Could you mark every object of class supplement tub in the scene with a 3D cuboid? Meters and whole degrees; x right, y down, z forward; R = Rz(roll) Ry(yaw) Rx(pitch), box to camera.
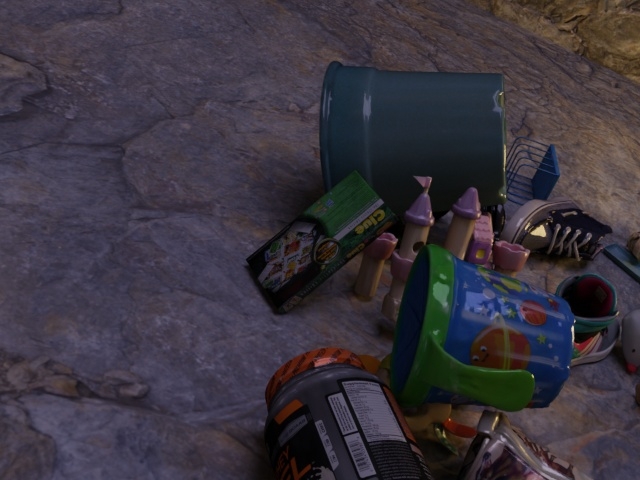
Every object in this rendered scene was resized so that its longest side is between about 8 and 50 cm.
[{"bbox_3d":[0.040,0.306,1.129,0.193,0.193,0.316,5,37,-27],"label":"supplement tub"}]

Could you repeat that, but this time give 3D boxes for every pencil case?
[{"bbox_3d":[0.371,0.410,1.209,0.410,0.183,0.160,33,34,14],"label":"pencil case"}]

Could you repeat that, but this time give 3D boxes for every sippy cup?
[{"bbox_3d":[0.234,0.140,1.238,0.224,0.240,0.305,12,52,-4],"label":"sippy cup"}]

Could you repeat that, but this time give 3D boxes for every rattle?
[{"bbox_3d":[0.140,0.270,1.398,0.199,0.143,0.130,36,49,-25],"label":"rattle"}]

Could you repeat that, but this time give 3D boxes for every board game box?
[{"bbox_3d":[0.000,0.000,1.510,0.030,0.259,0.136,46,6,-50],"label":"board game box"}]

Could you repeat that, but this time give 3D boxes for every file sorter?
[{"bbox_3d":[0.535,-0.174,2.203,0.104,0.118,0.170,18,33,-3],"label":"file sorter"}]

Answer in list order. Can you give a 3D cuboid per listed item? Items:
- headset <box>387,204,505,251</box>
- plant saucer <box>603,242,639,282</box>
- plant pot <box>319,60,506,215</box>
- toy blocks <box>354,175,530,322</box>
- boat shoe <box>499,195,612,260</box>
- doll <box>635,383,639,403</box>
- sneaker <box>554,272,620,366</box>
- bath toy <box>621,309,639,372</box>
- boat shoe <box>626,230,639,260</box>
[{"bbox_3d":[0.297,-0.060,1.907,0.243,0.185,0.394,31,48,16],"label":"headset"},{"bbox_3d":[0.776,0.076,2.095,0.067,0.018,0.192,-12,47,-43],"label":"plant saucer"},{"bbox_3d":[0.196,-0.193,1.690,0.334,0.341,0.341,-2,31,12],"label":"plant pot"},{"bbox_3d":[0.260,0.032,1.525,0.288,0.260,0.309,7,17,-26],"label":"toy blocks"},{"bbox_3d":[0.550,-0.014,1.968,0.158,0.127,0.340,34,32,28],"label":"boat shoe"},{"bbox_3d":[0.714,0.301,1.656,0.189,0.129,0.046,5,75,-11],"label":"doll"},{"bbox_3d":[0.529,0.144,1.688,0.295,0.178,0.124,-11,47,-43],"label":"sneaker"},{"bbox_3d":[0.766,0.258,1.746,0.348,0.129,0.151,24,-11,-5],"label":"bath toy"},{"bbox_3d":[0.800,0.010,2.163,0.059,0.063,0.170,28,16,22],"label":"boat shoe"}]
